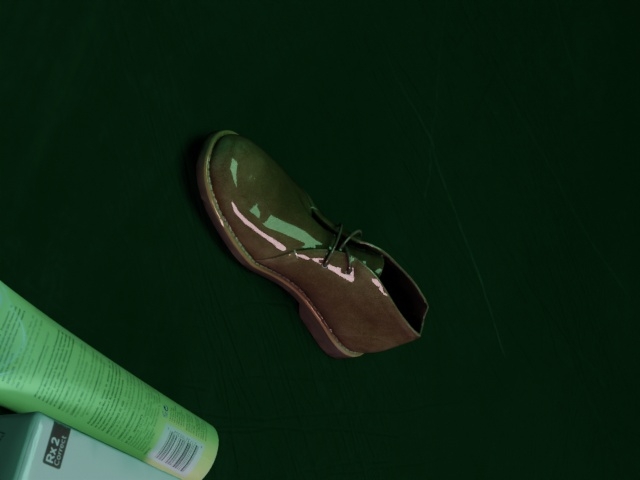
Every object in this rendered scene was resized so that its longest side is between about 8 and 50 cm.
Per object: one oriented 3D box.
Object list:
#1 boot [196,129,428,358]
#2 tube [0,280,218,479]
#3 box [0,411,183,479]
[{"bbox_3d":[0.000,0.000,1.150,0.305,0.115,0.112,49,49,-34],"label":"boot"},{"bbox_3d":[-0.183,0.122,0.938,0.240,0.062,0.070,38,11,-36],"label":"tube"},{"bbox_3d":[-0.196,0.235,0.840,0.182,0.119,0.181,37,55,-42],"label":"box"}]
